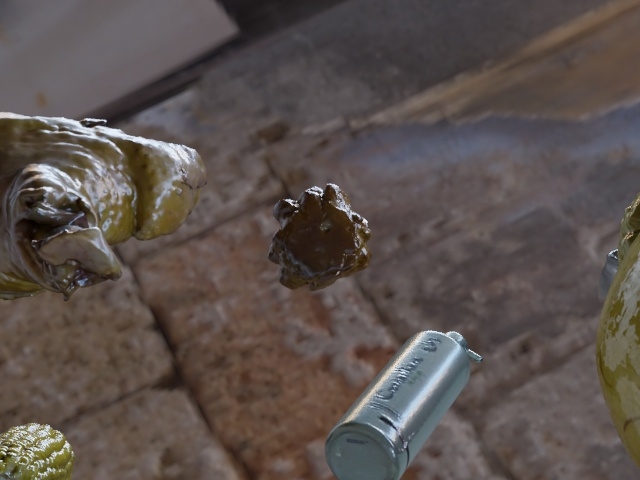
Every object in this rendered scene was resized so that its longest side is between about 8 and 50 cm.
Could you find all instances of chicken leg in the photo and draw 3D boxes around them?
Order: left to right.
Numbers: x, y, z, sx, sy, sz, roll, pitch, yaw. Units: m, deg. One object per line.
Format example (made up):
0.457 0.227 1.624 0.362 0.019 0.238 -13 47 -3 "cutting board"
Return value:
-0.232 -0.033 1.457 0.409 0.295 0.182 -160 -117 -66 "chicken leg"

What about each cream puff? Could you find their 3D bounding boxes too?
0.000 0.000 1.637 0.116 0.122 0.094 20 0 5 "cream puff"

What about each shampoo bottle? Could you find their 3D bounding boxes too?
0.095 0.167 1.631 0.262 0.085 0.085 -44 114 -53 "shampoo bottle"

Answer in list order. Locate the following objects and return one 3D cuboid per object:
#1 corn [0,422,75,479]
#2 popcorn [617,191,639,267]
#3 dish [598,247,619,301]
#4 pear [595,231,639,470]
-0.353 0.274 1.814 0.115 0.115 0.318 64 -6 1 "corn"
0.476 0.026 1.831 0.249 0.249 0.225 57 -5 41 "popcorn"
0.509 0.048 2.320 0.212 0.151 0.077 -135 -158 -79 "dish"
0.413 0.096 1.324 0.348 0.348 0.348 61 -8 15 "pear"
